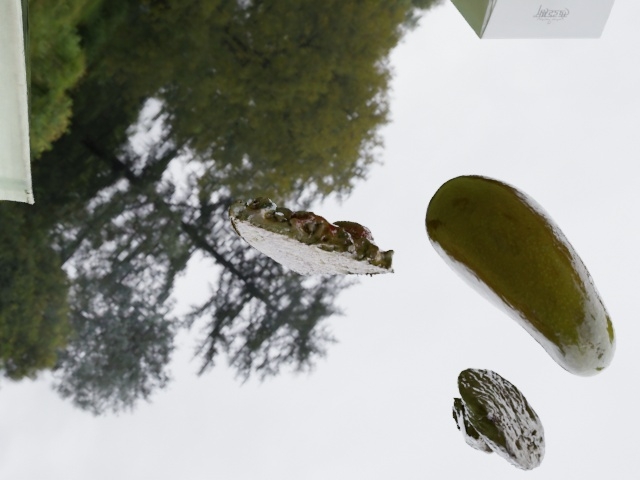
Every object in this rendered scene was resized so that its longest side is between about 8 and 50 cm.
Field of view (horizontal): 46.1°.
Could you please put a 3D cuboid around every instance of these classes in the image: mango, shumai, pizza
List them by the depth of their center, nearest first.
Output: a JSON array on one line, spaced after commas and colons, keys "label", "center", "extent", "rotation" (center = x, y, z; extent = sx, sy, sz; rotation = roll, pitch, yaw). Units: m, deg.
[{"label": "mango", "center": [0.183, 0.025, 0.689], "extent": [0.099, 0.136, 0.227], "rotation": [-35, -120, -2]}, {"label": "pizza", "center": [0.000, 0.000, 0.864], "extent": [0.201, 0.193, 0.053], "rotation": [58, 47, -69]}, {"label": "shumai", "center": [0.220, 0.238, 0.953], "extent": [0.123, 0.139, 0.105], "rotation": [-39, 153, -61]}]

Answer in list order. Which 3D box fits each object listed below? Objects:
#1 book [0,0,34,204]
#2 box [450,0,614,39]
[{"label": "book", "center": [-0.144, -0.174, 0.329], "extent": [0.283, 0.025, 0.215], "rotation": [126, -41, -59]}, {"label": "box", "center": [0.297, -0.421, 1.155], "extent": [0.274, 0.203, 0.116], "rotation": [-110, -160, -44]}]
